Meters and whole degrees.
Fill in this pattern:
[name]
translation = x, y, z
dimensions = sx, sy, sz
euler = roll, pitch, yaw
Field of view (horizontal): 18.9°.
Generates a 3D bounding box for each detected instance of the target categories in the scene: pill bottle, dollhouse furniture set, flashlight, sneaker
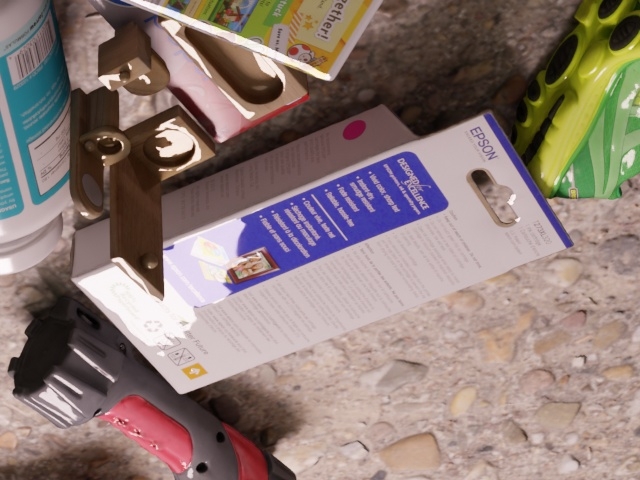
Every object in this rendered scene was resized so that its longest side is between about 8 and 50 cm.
[pill bottle]
translation = -0.249, -0.097, 1.367
dimensions = 0.146, 0.146, 0.264
euler = -8, 135, -3
[dollhouse furniture set]
translation = -0.092, -0.069, 1.310
dimensions = 0.151, 0.123, 0.144
euler = -24, 135, 20
[flashlight]
translation = -0.147, 0.175, 1.690
dimensions = 0.103, 0.103, 0.304
euler = -37, 131, 17
[sneaker]
translation = 0.254, -0.136, 1.462
dimensions = 0.123, 0.109, 0.295
euler = 11, 141, -23

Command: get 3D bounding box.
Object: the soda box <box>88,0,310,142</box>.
[soda box]
translation = -0.109, -0.190, 1.338
dimensions = 0.083, 0.092, 0.263
euler = -24, 135, 18

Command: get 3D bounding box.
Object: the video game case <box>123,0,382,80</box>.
[video game case]
translation = -0.037, -0.216, 1.182
dimensions = 0.206, 0.026, 0.227
euler = 20, 132, -15

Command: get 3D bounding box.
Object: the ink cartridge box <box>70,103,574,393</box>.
[ink cartridge box]
translation = 0.000, 0.000, 1.551
dimensions = 0.371, 0.069, 0.176
euler = -20, 135, 19
